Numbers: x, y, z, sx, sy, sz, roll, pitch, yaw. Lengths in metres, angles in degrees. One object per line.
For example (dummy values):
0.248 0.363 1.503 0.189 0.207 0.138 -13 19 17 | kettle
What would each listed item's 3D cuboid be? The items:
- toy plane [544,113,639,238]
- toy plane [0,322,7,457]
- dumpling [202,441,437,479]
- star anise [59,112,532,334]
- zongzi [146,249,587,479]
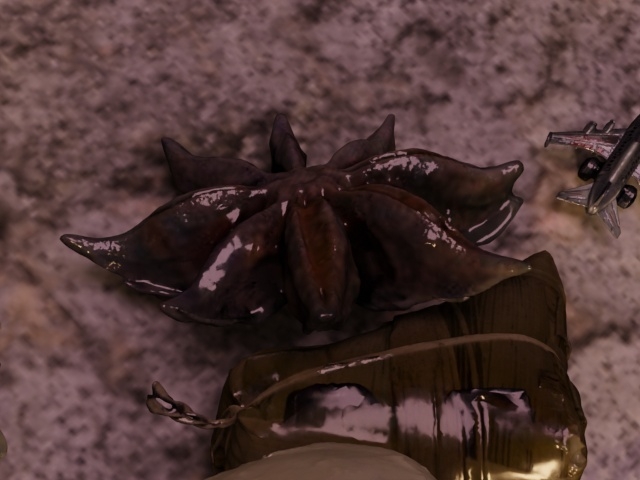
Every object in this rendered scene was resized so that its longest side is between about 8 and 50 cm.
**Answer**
0.154 -0.040 0.964 0.078 0.031 0.083 35 56 2 | toy plane
-0.241 0.023 0.743 0.262 0.088 0.192 10 55 -32 | toy plane
-0.023 0.158 0.685 0.193 0.258 0.147 -22 101 -12 | dumpling
0.000 0.000 0.842 0.204 0.061 0.181 -19 30 -27 | star anise
0.023 0.052 0.857 0.189 0.081 0.178 5 37 -1 | zongzi
